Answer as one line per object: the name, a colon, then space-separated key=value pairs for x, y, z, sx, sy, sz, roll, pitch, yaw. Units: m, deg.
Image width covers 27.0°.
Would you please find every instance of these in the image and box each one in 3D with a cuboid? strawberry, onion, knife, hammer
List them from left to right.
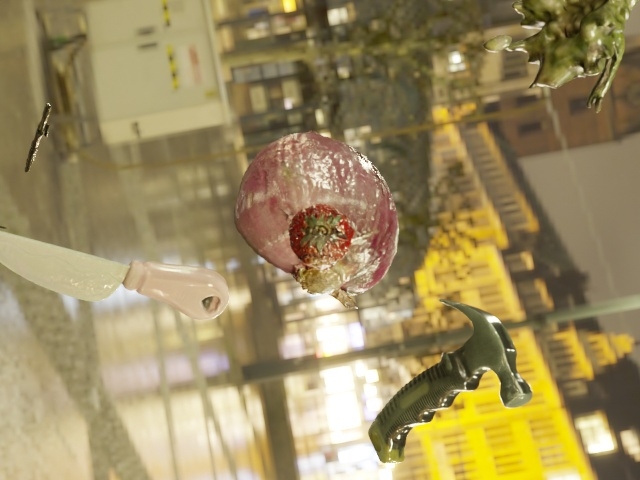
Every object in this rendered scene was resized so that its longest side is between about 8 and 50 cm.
knife: x=-0.475 y=-0.183 z=2.267 sx=0.222 sy=0.021 sz=0.045 roll=130 pitch=-27 yaw=-57
knife: x=-0.280 y=0.045 z=1.722 sx=0.043 sy=0.336 sz=0.081 roll=-110 pitch=-141 yaw=-57
strawberry: x=0.000 y=0.000 z=1.661 sx=0.096 sy=0.083 sz=0.083 roll=121 pitch=-38 yaw=-65
onion: x=0.010 y=-0.090 z=2.062 sx=0.159 sy=0.267 sz=0.349 roll=-43 pitch=-142 yaw=35
hammer: x=0.139 y=0.175 z=1.573 sx=0.041 sy=0.226 sz=0.159 roll=10 pitch=44 yaw=-43

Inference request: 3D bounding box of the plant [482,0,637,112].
plant: x=0.388 y=-0.336 z=1.985 sx=0.251 sy=0.180 sz=0.333 roll=-57 pitch=167 yaw=14
